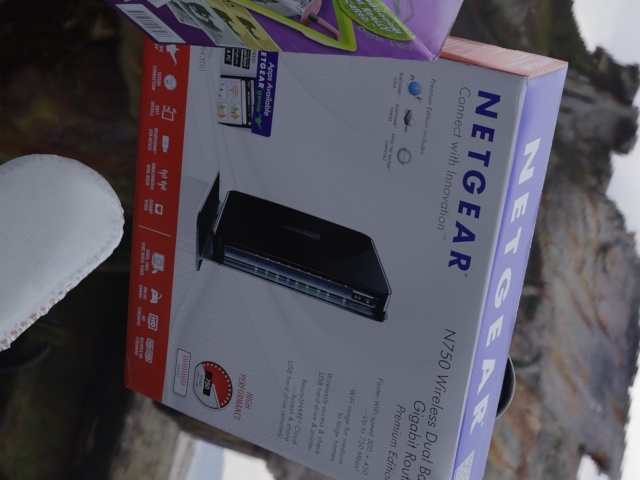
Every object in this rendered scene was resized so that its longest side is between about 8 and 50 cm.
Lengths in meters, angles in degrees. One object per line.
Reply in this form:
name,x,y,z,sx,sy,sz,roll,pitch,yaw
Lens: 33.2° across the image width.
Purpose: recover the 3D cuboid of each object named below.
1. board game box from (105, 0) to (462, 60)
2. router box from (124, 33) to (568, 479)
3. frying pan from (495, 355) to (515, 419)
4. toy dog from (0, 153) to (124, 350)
board game box,-0.112,-0.186,0.426,0.208,0.347,0.056,19,-103,44
router box,0.000,0.000,0.806,0.082,0.301,0.335,-26,128,-55
frying pan,0.055,0.097,1.149,0.197,0.326,0.053,-45,160,-48
toy dog,-0.177,0.022,0.369,0.161,0.220,0.333,27,35,-58
